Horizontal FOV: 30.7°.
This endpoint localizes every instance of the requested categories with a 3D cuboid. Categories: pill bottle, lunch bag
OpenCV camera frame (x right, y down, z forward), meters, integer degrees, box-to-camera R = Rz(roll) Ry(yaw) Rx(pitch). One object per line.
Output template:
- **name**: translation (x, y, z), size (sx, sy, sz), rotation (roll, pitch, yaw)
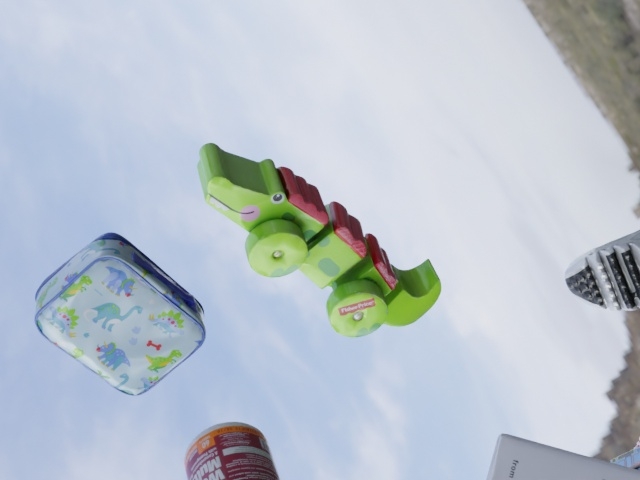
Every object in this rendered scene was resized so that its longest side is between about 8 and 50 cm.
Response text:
- **pill bottle**: translation (-0.102, 0.351, 1.520), size (0.121, 0.121, 0.221), rotation (46, -169, -36)
- **lunch bag**: translation (-0.279, 0.105, 1.656), size (0.219, 0.176, 0.090), rotation (42, -165, -27)

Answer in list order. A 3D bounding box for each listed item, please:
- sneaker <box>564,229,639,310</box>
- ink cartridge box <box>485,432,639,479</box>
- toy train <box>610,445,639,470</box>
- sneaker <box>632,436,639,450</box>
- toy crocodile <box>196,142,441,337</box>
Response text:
- **sneaker**: translation (0.504, 0.020, 1.722), size (0.118, 0.292, 0.110), rotation (-82, -26, -67)
- **ink cartridge box**: translation (0.358, 0.344, 1.178), size (0.285, 0.394, 0.166), rotation (61, -135, -68)
- **toy train**: translation (0.411, 0.366, 1.648), size (0.080, 0.184, 0.105), rotation (55, -160, -9)
- **sneaker**: translation (0.489, 0.292, 1.733), size (0.070, 0.134, 0.051), rotation (28, -157, -26)
- **toy crocodile**: translation (0.000, 0.000, 1.260), size (0.340, 0.105, 0.115), rotation (38, -158, -33)
